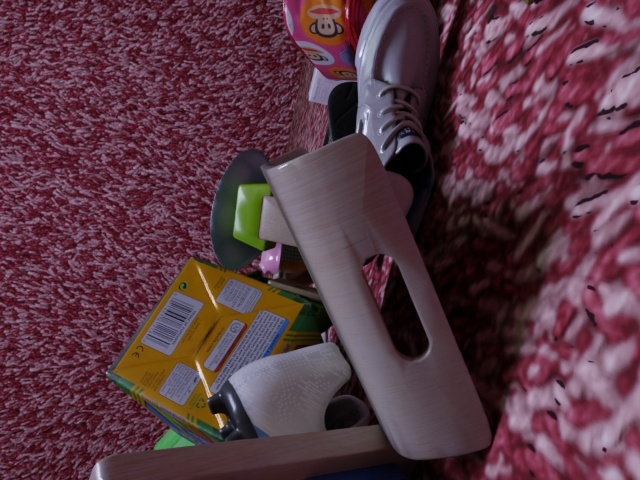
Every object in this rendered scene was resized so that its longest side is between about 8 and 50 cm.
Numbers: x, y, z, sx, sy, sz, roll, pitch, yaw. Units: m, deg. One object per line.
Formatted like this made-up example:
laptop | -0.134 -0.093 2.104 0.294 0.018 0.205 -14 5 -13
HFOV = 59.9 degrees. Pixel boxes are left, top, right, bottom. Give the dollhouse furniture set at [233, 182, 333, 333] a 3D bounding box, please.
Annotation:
dollhouse furniture set | 0.000 0.000 0.890 0.301 0.151 0.198 -20 -60 -66

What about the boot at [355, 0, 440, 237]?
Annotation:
boot | 0.085 -0.118 0.563 0.123 0.095 0.259 -118 31 -66

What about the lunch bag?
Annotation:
lunch bag | 0.054 -0.364 0.739 0.258 0.120 0.293 15 -95 -72

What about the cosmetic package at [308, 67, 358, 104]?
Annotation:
cosmetic package | 0.053 -0.345 0.934 0.060 0.098 0.239 -96 20 -59

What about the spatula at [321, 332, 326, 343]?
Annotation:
spatula | -0.066 0.243 0.880 0.019 0.168 0.242 61 -160 -46

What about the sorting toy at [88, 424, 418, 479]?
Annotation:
sorting toy | -0.054 0.266 0.407 0.089 0.257 0.256 50 123 46

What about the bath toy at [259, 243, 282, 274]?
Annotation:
bath toy | -0.076 0.018 1.208 0.151 0.128 0.349 125 153 -68

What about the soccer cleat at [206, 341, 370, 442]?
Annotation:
soccer cleat | -0.005 0.241 0.567 0.116 0.143 0.331 48 155 48

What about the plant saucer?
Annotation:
plant saucer | -0.102 -0.044 0.870 0.195 0.037 0.195 12 -90 -70

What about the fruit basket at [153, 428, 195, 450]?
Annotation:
fruit basket | -0.141 0.409 0.993 0.392 0.283 0.392 -31 20 13

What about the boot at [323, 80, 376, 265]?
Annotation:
boot | 0.044 -0.074 0.765 0.178 0.085 0.237 91 178 -82

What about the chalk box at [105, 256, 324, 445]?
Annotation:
chalk box | -0.102 0.190 0.735 0.180 0.179 0.289 -59 -26 -26

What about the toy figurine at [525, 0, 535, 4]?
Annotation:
toy figurine | 0.143 -0.246 0.213 0.362 0.217 0.191 -4 -88 -55

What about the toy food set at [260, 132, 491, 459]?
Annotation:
toy food set | 0.036 0.018 0.486 0.306 0.092 0.220 -129 14 -79
